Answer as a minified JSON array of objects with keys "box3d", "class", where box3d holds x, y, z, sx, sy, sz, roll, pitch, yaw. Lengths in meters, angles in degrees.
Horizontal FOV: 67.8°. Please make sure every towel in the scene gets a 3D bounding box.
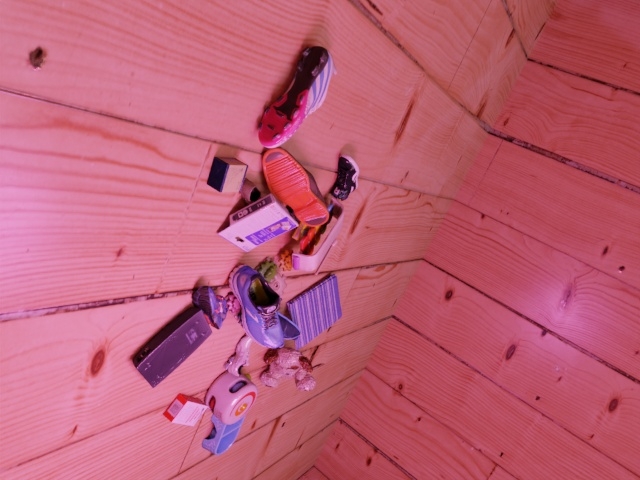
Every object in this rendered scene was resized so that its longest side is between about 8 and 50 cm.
[{"box3d":[-0.021,0.323,2.207,0.336,0.040,0.243,-28,117,-44],"class":"towel"}]

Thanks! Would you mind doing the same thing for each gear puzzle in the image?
[{"box3d":[-0.193,0.168,1.752,0.339,0.044,0.175,-46,126,-24],"class":"gear puzzle"}]

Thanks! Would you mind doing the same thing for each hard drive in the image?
[{"box3d":[-0.468,0.334,1.514,0.255,0.054,0.172,-44,150,-27],"class":"hard drive"}]

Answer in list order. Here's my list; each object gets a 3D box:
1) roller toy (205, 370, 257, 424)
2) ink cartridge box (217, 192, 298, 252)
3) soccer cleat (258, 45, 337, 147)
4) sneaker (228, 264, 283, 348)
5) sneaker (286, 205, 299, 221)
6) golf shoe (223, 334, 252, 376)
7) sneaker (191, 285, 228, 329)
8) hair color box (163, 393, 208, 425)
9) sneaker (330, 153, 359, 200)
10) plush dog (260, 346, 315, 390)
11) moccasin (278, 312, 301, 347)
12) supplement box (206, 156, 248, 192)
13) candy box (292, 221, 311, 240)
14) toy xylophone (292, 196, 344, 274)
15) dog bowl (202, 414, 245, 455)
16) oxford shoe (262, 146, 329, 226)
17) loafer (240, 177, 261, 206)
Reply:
[{"box3d":[-0.358,0.641,1.934,0.209,0.146,0.191,-53,153,-9],"class":"roller toy"},{"box3d":[-0.200,-0.051,1.526,0.208,0.045,0.206,-28,156,8],"class":"ink cartridge box"},{"box3d":[-0.052,-0.395,1.378,0.331,0.116,0.143,-58,154,0],"class":"soccer cleat"},{"box3d":[-0.202,0.243,1.636,0.130,0.147,0.329,-35,117,-29],"class":"sneaker"},{"box3d":[-0.099,-0.083,1.708,0.170,0.051,0.089,-59,151,-5],"class":"sneaker"},{"box3d":[-0.304,0.459,1.902,0.176,0.086,0.069,-60,152,-1],"class":"golf shoe"},{"box3d":[-0.356,0.205,1.563,0.087,0.083,0.221,-58,163,-31],"class":"sneaker"},{"box3d":[-0.503,0.637,1.785,0.093,0.053,0.167,-53,152,-13],"class":"hair color box"},{"box3d":[0.088,-0.228,1.845,0.121,0.079,0.216,-51,155,-17],"class":"sneaker"},{"box3d":[-0.141,0.564,2.192,0.225,0.263,0.210,96,1,-58],"class":"plush dog"},{"box3d":[-0.200,0.349,1.934,0.116,0.138,0.342,-62,142,-15],"class":"moccasin"},{"box3d":[-0.257,-0.182,1.319,0.083,0.056,0.083,-12,128,-56],"class":"supplement box"},{"box3d":[-0.048,-0.044,1.818,0.105,0.027,0.206,-57,168,4],"class":"candy box"},{"box3d":[0.000,0.000,1.836,0.322,0.081,0.236,-54,164,-36],"class":"toy xylophone"},{"box3d":[-0.419,0.826,2.112,0.166,0.074,0.297,-10,126,-57],"class":"dog bowl"},{"box3d":[-0.087,-0.193,1.570,0.130,0.132,0.363,-19,141,12],"class":"oxford shoe"},{"box3d":[-0.209,-0.131,1.466,0.056,0.050,0.148,-50,152,-14],"class":"loafer"}]
